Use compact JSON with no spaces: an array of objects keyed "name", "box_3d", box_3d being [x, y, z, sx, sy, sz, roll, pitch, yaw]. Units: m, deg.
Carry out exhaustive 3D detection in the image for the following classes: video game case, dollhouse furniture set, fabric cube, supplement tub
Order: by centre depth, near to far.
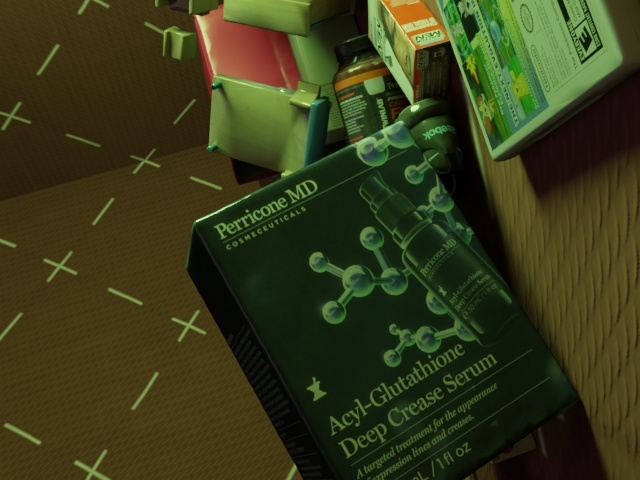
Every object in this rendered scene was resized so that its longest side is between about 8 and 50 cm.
[{"name":"video game case","box_3d":[0.168,-0.263,0.733,0.300,0.036,0.329,128,124,-80]},{"name":"supplement tub","box_3d":[0.079,-0.202,1.183,0.106,0.106,0.198,-171,64,-81]},{"name":"dollhouse furniture set","box_3d":[-0.096,-0.265,1.287,0.198,0.286,0.304,-44,-34,-56]},{"name":"fabric cube","box_3d":[-0.088,-0.301,1.558,0.254,0.259,0.258,96,157,-72]}]

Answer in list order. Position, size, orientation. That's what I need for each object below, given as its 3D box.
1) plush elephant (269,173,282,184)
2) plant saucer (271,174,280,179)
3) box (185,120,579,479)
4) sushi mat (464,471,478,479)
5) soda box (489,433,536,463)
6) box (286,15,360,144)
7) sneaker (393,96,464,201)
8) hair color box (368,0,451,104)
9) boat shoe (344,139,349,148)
[{"name":"plush elephant","box_3d":[0.000,0.000,1.506,0.255,0.330,0.272,87,-152,-69]},{"name":"plant saucer","box_3d":[-0.111,-0.281,1.862,0.317,0.043,0.318,20,124,34]},{"name":"box","box_3d":[0.058,0.109,0.973,0.396,0.293,0.212,59,161,9]},{"name":"sushi mat","box_3d":[0.207,0.323,1.201,0.151,0.019,0.317,-149,41,-76]},{"name":"soda box","box_3d":[0.245,0.284,1.184,0.216,0.069,0.074,111,141,-76]},{"name":"box","box_3d":[0.016,-0.315,1.369,0.094,0.113,0.275,125,130,-81]},{"name":"sneaker","box_3d":[0.134,-0.082,1.085,0.267,0.101,0.106,93,157,-67]},{"name":"hair color box","box_3d":[0.112,-0.263,1.032,0.093,0.053,0.167,84,165,-49]},{"name":"boat shoe","box_3d":[0.063,-0.140,1.601,0.153,0.056,0.048,87,173,-54]}]
